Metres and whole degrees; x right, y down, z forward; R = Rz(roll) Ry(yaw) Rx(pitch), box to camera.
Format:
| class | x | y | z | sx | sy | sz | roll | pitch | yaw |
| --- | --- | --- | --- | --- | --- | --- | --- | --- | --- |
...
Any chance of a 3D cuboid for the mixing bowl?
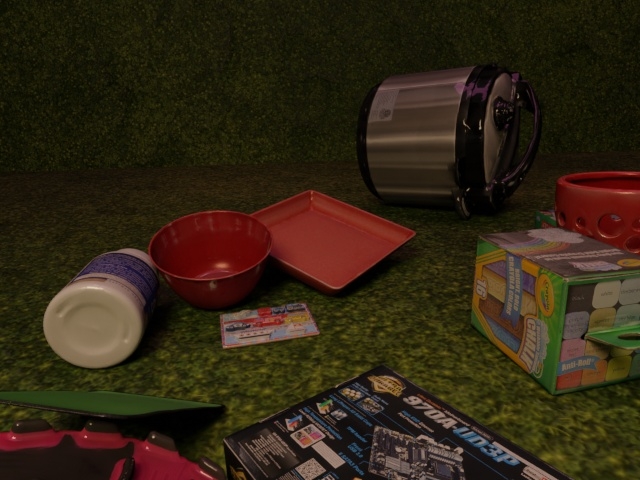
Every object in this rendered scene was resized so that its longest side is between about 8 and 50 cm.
| class | x | y | z | sx | sy | sz | roll | pitch | yaw |
| --- | --- | --- | --- | --- | --- | --- | --- | --- | --- |
| mixing bowl | -0.163 | 0.041 | 0.722 | 0.182 | 0.098 | 0.181 | 1 | 34 | -1 |

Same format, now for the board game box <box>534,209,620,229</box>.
| class | x | y | z | sx | sy | sz | roll | pitch | yaw |
| --- | --- | --- | --- | --- | --- | --- | --- | --- | --- |
| board game box | 0.642 | -0.022 | 0.955 | 0.318 | 0.046 | 0.213 | -1 | 18 | 2 |

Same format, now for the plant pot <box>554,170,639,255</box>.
| class | x | y | z | sx | sy | sz | roll | pitch | yaw |
| --- | --- | --- | --- | --- | --- | --- | --- | --- | --- |
| plant pot | 0.459 | -0.011 | 0.717 | 0.191 | 0.174 | 0.191 | -2 | 18 | 1 |

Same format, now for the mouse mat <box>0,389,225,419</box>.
| class | x | y | z | sx | sy | sz | roll | pitch | yaw |
| --- | --- | --- | --- | --- | --- | --- | --- | --- | --- |
| mouse mat | -0.188 | 0.142 | 0.412 | 0.153 | 0.007 | 0.189 | 2 | -17 | 14 |

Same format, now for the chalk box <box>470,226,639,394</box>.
| class | x | y | z | sx | sy | sz | roll | pitch | yaw |
| --- | --- | --- | --- | --- | --- | --- | --- | --- | --- |
| chalk box | 0.284 | 0.078 | 0.526 | 0.133 | 0.131 | 0.213 | -4 | 18 | -11 |

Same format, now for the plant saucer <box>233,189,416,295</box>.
| class | x | y | z | sx | sy | sz | roll | pitch | yaw |
| --- | --- | --- | --- | --- | --- | --- | --- | --- | --- |
| plant saucer | 0.000 | 0.000 | 0.852 | 0.259 | 0.047 | 0.258 | 26 | 35 | 29 |

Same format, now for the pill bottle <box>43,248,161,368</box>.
| class | x | y | z | sx | sy | sz | roll | pitch | yaw |
| --- | --- | --- | --- | --- | --- | --- | --- | --- | --- |
| pill bottle | -0.277 | 0.077 | 0.629 | 0.112 | 0.111 | 0.186 | -4 | 17 | -7 |

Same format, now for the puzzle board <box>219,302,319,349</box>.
| class | x | y | z | sx | sy | sz | roll | pitch | yaw |
| --- | --- | --- | --- | --- | --- | --- | --- | --- | --- |
| puzzle board | -0.073 | 0.115 | 0.651 | 0.128 | 0.011 | 0.096 | -7 | 17 | -12 |

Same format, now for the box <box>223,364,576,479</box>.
| class | x | y | z | sx | sy | sz | roll | pitch | yaw |
| --- | --- | --- | --- | --- | --- | --- | --- | --- | --- |
| box | 0.056 | 0.183 | 0.339 | 0.175 | 0.051 | 0.220 | -14 | 20 | -35 |

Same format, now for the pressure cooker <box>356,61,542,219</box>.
| class | x | y | z | sx | sy | sz | roll | pitch | yaw |
| --- | --- | --- | --- | --- | --- | --- | --- | --- | --- |
| pressure cooker | 0.349 | -0.261 | 1.231 | 0.421 | 0.369 | 0.376 | 6 | 22 | 35 |

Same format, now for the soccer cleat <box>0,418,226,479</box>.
| class | x | y | z | sx | sy | sz | roll | pitch | yaw |
| --- | --- | --- | --- | --- | --- | --- | --- | --- | --- |
| soccer cleat | -0.210 | 0.188 | 0.283 | 0.332 | 0.143 | 0.116 | 18 | 6 | -16 |
